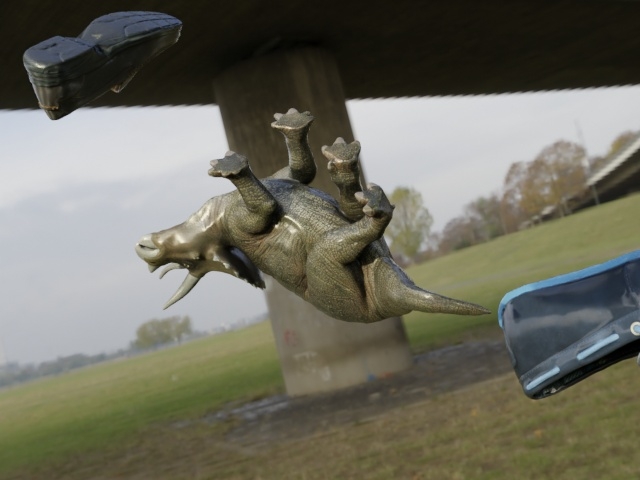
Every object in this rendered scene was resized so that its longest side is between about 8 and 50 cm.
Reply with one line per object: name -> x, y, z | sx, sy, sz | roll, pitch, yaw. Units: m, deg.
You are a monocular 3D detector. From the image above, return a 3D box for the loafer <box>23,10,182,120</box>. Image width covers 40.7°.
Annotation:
loafer -> -0.198, -0.168, 0.805 | 0.062, 0.061, 0.170 | 29, 44, 31

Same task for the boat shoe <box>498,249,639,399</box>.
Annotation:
boat shoe -> 0.233, 0.053, 0.561 | 0.109, 0.089, 0.258 | 6, -19, -30

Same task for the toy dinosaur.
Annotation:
toy dinosaur -> 0.000, 0.000, 0.693 | 0.313, 0.160, 0.121 | 16, 47, 23
